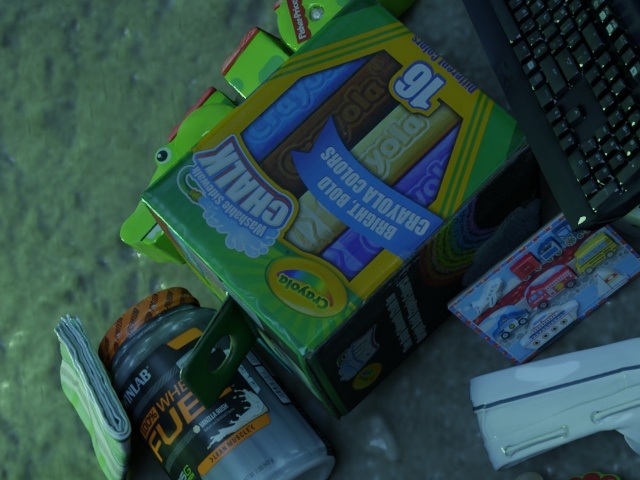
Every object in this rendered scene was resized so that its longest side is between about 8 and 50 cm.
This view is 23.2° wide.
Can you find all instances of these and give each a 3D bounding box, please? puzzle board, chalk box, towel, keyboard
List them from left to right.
[{"bbox_3d":[-0.186,0.135,1.261,0.023,0.152,0.113,-22,70,-18],"label":"towel"},{"bbox_3d":[0.000,0.000,1.144,0.289,0.180,0.179,-42,69,-8],"label":"chalk box"},{"bbox_3d":[0.171,0.035,1.157,0.128,0.096,0.011,-40,36,16],"label":"puzzle board"},{"bbox_3d":[0.185,-0.172,1.030,0.201,0.033,0.317,-43,45,27],"label":"keyboard"}]

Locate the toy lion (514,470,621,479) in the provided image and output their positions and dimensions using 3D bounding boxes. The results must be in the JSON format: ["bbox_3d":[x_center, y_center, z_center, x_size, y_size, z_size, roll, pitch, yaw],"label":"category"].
[{"bbox_3d":[0.179,0.210,1.133,0.096,0.034,0.100,3,46,35],"label":"toy lion"}]

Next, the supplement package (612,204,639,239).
[{"bbox_3d":[0.310,-0.045,1.057,0.203,0.194,0.149,24,91,24],"label":"supplement package"}]

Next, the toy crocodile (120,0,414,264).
[{"bbox_3d":[-0.038,-0.120,1.252,0.340,0.115,0.105,-50,62,6],"label":"toy crocodile"}]

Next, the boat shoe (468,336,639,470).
[{"bbox_3d":[0.236,0.113,1.130,0.258,0.095,0.084,-16,81,30],"label":"boat shoe"}]

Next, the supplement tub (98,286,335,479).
[{"bbox_3d":[-0.086,0.135,1.232,0.117,0.117,0.190,-45,69,10],"label":"supplement tub"}]
